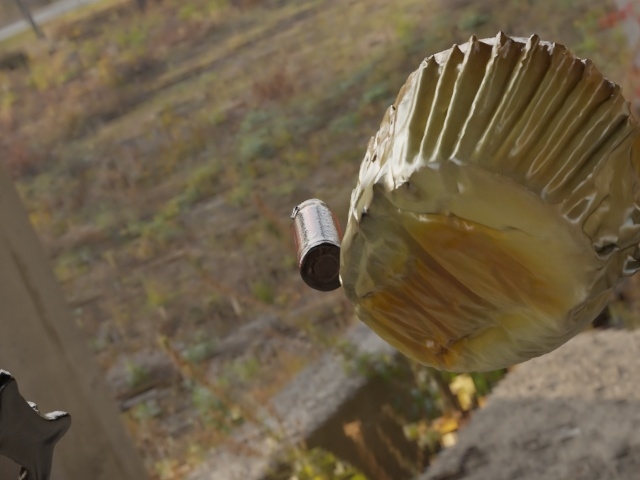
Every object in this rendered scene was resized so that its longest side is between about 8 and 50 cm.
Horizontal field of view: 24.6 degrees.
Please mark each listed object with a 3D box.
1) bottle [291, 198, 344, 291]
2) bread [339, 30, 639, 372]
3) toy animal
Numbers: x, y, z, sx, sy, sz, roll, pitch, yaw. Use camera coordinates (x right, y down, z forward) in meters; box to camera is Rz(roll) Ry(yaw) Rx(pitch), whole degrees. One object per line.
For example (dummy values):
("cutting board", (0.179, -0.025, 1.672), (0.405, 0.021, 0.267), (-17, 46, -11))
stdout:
("bottle", (0.000, 0.000, 1.610), (0.060, 0.060, 0.164), (-21, 22, 3))
("bread", (0.132, -0.028, 1.194), (0.183, 0.236, 0.388), (-54, 6, -23))
("toy animal", (-0.297, 0.113, 1.101), (0.117, 0.210, 0.121), (-55, -26, -3))
